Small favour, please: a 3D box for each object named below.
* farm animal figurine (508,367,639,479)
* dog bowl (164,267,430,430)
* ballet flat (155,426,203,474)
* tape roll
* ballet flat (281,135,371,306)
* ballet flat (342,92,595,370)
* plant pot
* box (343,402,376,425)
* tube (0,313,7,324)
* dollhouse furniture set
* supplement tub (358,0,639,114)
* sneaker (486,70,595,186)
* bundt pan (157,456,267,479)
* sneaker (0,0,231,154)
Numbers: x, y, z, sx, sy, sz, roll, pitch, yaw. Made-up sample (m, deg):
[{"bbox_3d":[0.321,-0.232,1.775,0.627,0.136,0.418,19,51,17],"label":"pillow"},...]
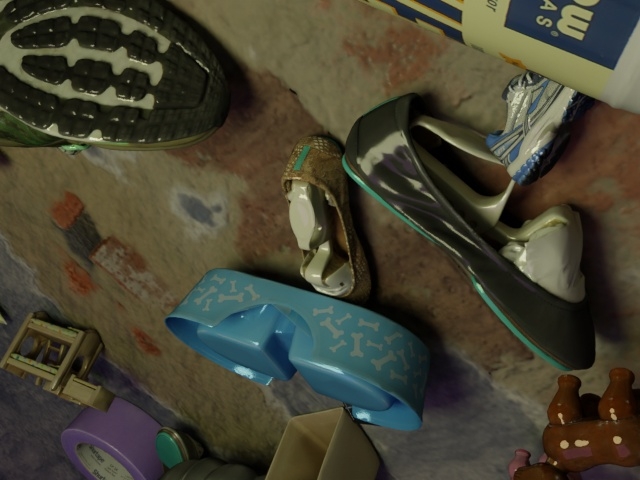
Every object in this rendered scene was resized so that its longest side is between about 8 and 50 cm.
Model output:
[{"bbox_3d":[0.302,0.270,0.661,0.327,0.172,0.330,4,142,24],"label":"farm animal figurine"},{"bbox_3d":[-0.020,0.110,0.821,0.297,0.074,0.166,15,155,26],"label":"dog bowl"},{"bbox_3d":[-0.213,0.346,1.214,0.072,0.068,0.213,28,134,27],"label":"ballet flat"},{"bbox_3d":[-0.329,0.349,1.288,0.189,0.080,0.188,20,135,21],"label":"tape roll"},{"bbox_3d":[0.000,0.000,0.742,0.073,0.067,0.206,7,131,30],"label":"ballet flat"},{"bbox_3d":[0.139,-0.009,0.620,0.280,0.095,0.096,41,125,-4],"label":"ballet flat"},{"bbox_3d":[0.009,0.286,0.975,0.096,0.109,0.109,42,140,-22],"label":"plant pot"},{"bbox_3d":[0.053,0.180,0.905,0.067,0.018,0.083,-3,125,38],"label":"box"},{"bbox_3d":[-0.587,0.043,1.220,0.240,0.062,0.070,64,177,-33],"label":"tube"},{"bbox_3d":[-0.350,0.197,1.184,0.182,0.101,0.161,15,158,24],"label":"dollhouse furniture set"},{"bbox_3d":[0.114,-0.199,0.352,0.325,0.235,0.235,27,138,14],"label":"supplement tub"},{"bbox_3d":[0.158,-0.104,0.547,0.058,0.052,0.135,45,130,23],"label":"sneaker"},{"bbox_3d":[-0.101,0.414,1.098,0.331,0.124,0.330,17,145,12],"label":"bundt pan"},{"bbox_3d":[-0.259,-0.149,0.780,0.411,0.157,0.182,11,167,21],"label":"sneaker"}]
